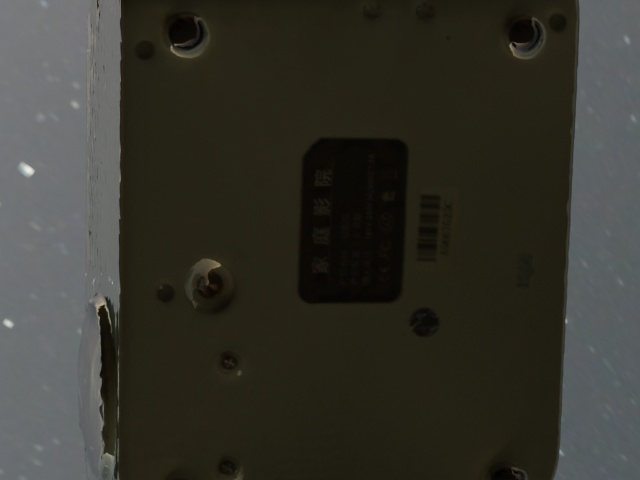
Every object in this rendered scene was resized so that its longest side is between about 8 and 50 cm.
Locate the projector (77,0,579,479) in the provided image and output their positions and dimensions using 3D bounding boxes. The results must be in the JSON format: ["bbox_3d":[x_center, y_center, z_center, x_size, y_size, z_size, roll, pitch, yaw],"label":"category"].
[{"bbox_3d":[0.000,0.000,0.829,0.198,0.108,0.250,0,-78,-14],"label":"projector"}]
